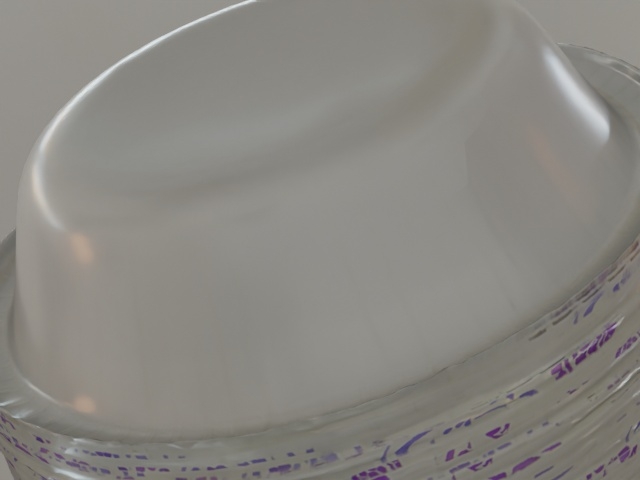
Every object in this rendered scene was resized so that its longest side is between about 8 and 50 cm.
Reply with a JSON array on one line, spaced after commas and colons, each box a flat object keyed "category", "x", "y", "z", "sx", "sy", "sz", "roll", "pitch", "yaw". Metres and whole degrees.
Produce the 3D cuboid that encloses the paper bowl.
[{"category": "paper bowl", "x": 0.000, "y": 0.000, "z": 0.603, "sx": 0.284, "sy": 0.284, "sz": 0.148, "roll": -24, "pitch": -62, "yaw": -9}]
